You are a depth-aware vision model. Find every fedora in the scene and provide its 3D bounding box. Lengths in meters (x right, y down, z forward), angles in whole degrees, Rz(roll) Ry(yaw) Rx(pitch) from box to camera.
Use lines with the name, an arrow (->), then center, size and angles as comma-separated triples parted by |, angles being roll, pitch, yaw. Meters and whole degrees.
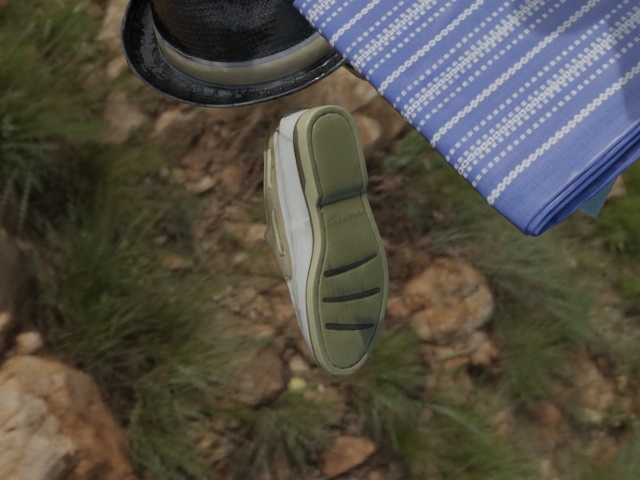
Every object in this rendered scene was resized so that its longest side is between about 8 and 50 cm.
fedora -> -0.098, -0.304, 1.509 | 0.152, 0.334, 0.334 | 64, 37, -48

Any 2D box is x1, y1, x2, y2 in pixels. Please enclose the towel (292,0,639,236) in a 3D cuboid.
towel -> 0.158, -0.178, 1.081 | 0.336, 0.243, 0.040 | 49, 0, 33

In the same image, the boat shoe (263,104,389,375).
boat shoe -> 0.000, 0.000, 1.498 | 0.113, 0.103, 0.302 | -7, 95, -37

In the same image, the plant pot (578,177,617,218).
plant pot -> 0.337, -0.226, 1.949 | 0.248, 0.247, 0.252 | 25, 102, -44

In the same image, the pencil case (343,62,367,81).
pencil case -> 0.163, -0.373, 1.718 | 0.410, 0.160, 0.183 | -45, 136, -22
